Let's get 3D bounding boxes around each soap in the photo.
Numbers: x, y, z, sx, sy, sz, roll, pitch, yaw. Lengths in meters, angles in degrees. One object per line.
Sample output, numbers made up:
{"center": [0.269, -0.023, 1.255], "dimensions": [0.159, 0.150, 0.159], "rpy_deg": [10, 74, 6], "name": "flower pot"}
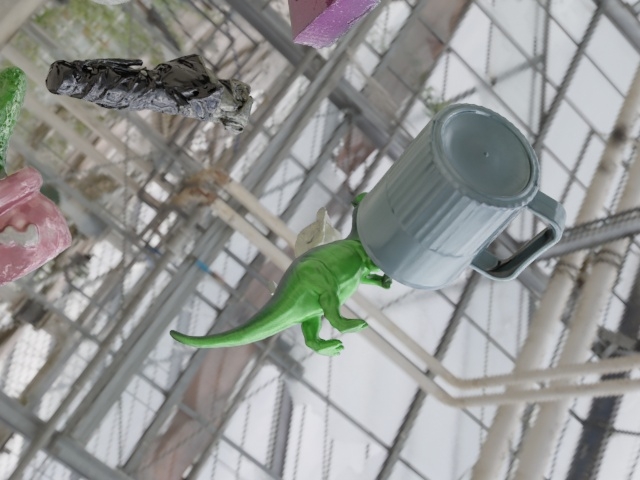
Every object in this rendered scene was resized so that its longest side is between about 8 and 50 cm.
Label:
{"center": [0.008, -0.474, 1.481], "dimensions": [0.181, 0.081, 0.260], "rpy_deg": [-24, -111, 58], "name": "soap"}

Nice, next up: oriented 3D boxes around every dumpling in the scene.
{"center": [0.000, 0.000, 2.218], "dimensions": [0.229, 0.124, 0.151], "rpy_deg": [-63, 161, -69], "name": "dumpling"}

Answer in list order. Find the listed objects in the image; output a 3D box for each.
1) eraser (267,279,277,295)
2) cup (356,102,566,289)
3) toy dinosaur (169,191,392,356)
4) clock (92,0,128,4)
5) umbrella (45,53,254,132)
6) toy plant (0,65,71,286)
{"center": [-0.109, 0.134, 2.287], "dimensions": [0.019, 0.083, 0.038], "rpy_deg": [-27, -122, 8], "name": "eraser"}
{"center": [0.269, -0.059, 1.750], "dimensions": [0.256, 0.331, 0.311], "rpy_deg": [-27, 164, -35], "name": "cup"}
{"center": [-0.056, 0.049, 1.882], "dimensions": [0.144, 0.499, 0.375], "rpy_deg": [114, -23, -60], "name": "toy dinosaur"}
{"center": [-0.378, -0.587, 1.546], "dimensions": [0.342, 0.184, 0.326], "rpy_deg": [31, -106, 27], "name": "clock"}
{"center": [-0.271, -0.254, 1.472], "dimensions": [0.113, 0.357, 0.106], "rpy_deg": [50, -55, 41], "name": "umbrella"}
{"center": [-0.622, -0.108, 1.716], "dimensions": [0.317, 0.356, 0.210], "rpy_deg": [-34, -173, -14], "name": "toy plant"}
